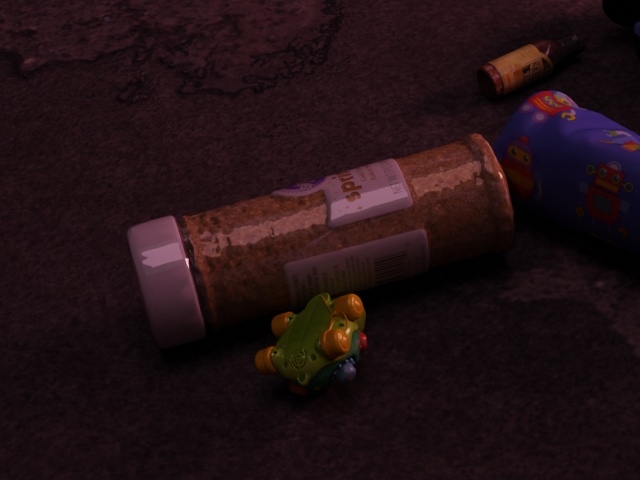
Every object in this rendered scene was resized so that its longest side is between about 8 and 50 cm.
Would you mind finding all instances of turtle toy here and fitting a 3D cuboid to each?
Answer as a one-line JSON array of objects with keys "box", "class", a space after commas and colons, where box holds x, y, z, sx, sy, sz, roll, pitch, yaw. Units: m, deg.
[{"box": [0.004, 0.091, 1.553, 0.095, 0.066, 0.130, -17, 29, 31], "class": "turtle toy"}]

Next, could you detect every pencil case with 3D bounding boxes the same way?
[{"box": [0.305, -0.046, 1.620, 0.306, 0.119, 0.133, 27, 23, 38], "class": "pencil case"}]

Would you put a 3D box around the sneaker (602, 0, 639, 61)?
[{"box": [0.419, -0.207, 1.817, 0.147, 0.130, 0.330, -35, 39, -8], "class": "sneaker"}]

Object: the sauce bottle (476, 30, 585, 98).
[{"box": [0.233, -0.196, 1.886, 0.128, 0.042, 0.042, -26, 41, -17], "class": "sauce bottle"}]

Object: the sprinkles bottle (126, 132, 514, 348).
[{"box": [0.000, 0.000, 1.623, 0.355, 0.121, 0.121, -15, 38, -6], "class": "sprinkles bottle"}]
